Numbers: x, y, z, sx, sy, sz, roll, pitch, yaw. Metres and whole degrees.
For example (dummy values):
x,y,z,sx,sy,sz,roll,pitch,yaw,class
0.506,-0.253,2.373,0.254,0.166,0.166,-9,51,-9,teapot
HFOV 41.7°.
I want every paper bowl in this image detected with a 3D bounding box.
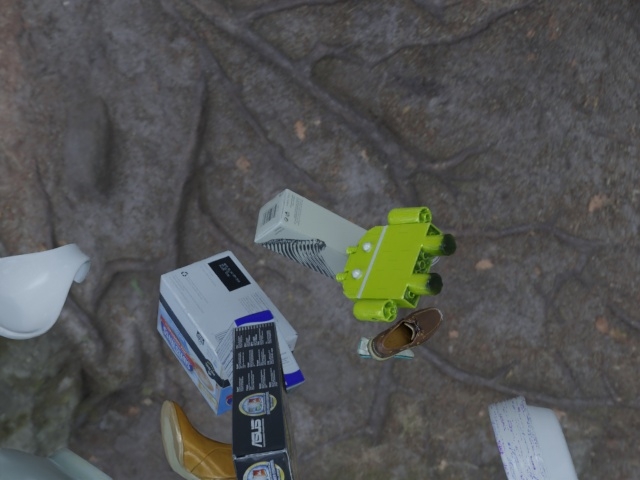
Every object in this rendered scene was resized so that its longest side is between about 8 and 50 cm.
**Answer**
x,y,z,sx,sy,sz,roll,pitch,yaw,class
0.488,0.492,1.900,0.148,0.284,0.284,-18,111,11,paper bowl

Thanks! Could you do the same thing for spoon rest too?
x,y,z,sx,sy,sz,roll,pitch,yaw,class
-0.434,0.064,1.293,0.137,0.276,0.084,44,111,-3,spoon rest

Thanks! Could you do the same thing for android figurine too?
x,y,z,sx,sy,sz,roll,pitch,yaw,class
0.137,0.047,1.646,0.056,0.248,0.272,36,158,-34,android figurine

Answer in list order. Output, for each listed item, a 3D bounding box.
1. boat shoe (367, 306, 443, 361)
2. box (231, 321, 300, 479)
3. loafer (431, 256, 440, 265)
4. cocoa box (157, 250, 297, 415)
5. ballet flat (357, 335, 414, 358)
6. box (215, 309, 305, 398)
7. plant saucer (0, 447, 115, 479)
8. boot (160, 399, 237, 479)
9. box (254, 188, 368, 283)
x,y,z,sx,sy,sz,roll,pitch,yaw,class
0.176,0.181,1.651,0.064,0.178,0.060,60,154,8,boat shoe
-0.061,0.258,1.013,0.060,0.270,0.216,-9,115,-2,box
0.217,0.047,1.904,0.045,0.125,0.039,28,138,57,loafer
-0.261,0.245,2.270,0.347,0.231,0.228,48,142,31,cocoa box
0.159,0.249,1.965,0.057,0.168,0.053,2,85,51,ballet flat
-0.102,0.204,1.380,0.137,0.072,0.126,61,146,19,box
-0.209,0.312,0.849,0.400,0.101,0.400,31,156,15,plant saucer
-0.221,0.472,1.859,0.104,0.211,0.295,-34,72,56,boot
0.000,0.000,1.841,0.275,0.094,0.113,26,144,-25,box
